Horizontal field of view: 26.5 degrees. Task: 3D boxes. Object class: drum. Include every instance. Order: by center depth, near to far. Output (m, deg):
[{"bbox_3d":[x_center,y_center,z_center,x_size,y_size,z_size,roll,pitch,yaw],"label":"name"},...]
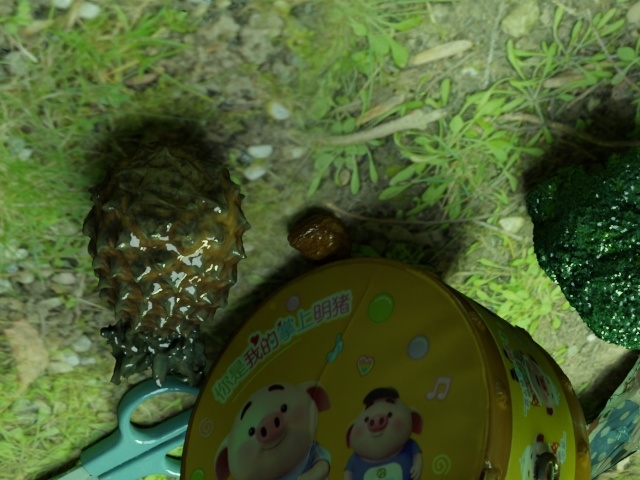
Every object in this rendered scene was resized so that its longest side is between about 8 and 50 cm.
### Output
[{"bbox_3d":[0.068,0.242,1.477,0.431,0.431,0.214,-38,139,20],"label":"drum"}]

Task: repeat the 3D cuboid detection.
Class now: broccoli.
[{"bbox_3d":[0.361,-0.001,1.500,0.245,0.265,0.295,-41,149,-25],"label":"broccoli"}]

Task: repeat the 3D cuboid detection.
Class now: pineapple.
[{"bbox_3d":[-0.159,0.051,1.438,0.175,0.175,0.361,-8,143,-8],"label":"pineapple"}]

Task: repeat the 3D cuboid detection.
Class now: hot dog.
[{"bbox_3d":[0.000,0.000,1.505,0.058,0.035,0.083,-34,137,18],"label":"hot dog"}]

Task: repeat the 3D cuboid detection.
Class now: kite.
[{"bbox_3d":[0.361,0.255,1.810,0.314,0.011,0.335,17,110,-49],"label":"kite"}]

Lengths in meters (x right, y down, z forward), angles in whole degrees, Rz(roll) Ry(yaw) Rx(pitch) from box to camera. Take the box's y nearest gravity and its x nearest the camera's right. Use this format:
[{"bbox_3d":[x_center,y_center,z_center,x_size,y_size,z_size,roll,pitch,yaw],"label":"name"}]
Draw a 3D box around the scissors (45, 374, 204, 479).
[{"bbox_3d":[-0.311,0.305,1.713,0.447,0.029,0.193,-27,133,10],"label":"scissors"}]
